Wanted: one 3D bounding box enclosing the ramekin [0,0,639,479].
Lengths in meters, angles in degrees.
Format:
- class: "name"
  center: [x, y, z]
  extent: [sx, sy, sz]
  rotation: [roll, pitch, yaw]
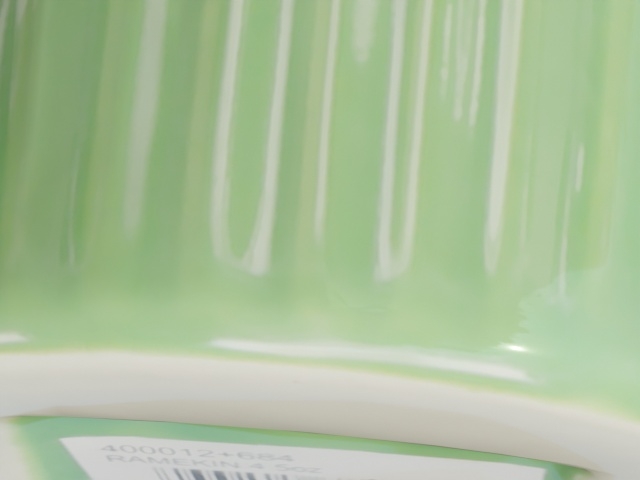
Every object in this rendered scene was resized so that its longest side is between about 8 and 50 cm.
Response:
- class: "ramekin"
  center: [0.000, 0.000, 0.487]
  extent: [0.303, 0.303, 0.148]
  rotation: [-18, -120, 46]
